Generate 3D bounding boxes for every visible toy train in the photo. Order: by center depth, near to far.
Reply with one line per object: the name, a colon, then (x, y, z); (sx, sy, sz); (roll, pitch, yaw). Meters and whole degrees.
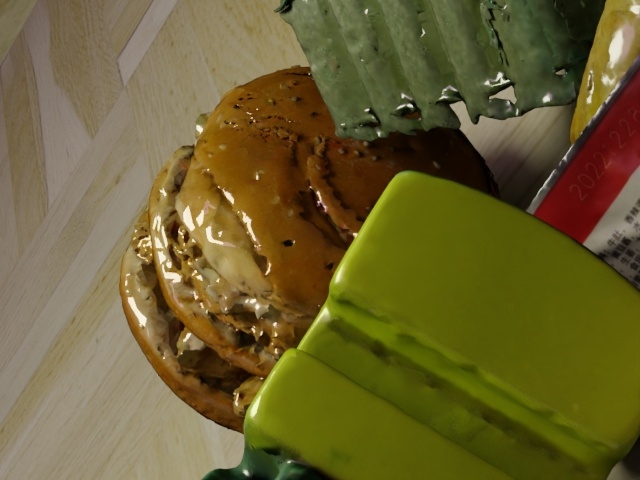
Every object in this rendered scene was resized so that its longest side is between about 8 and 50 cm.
toy train: (0.030, 0.135, 0.721); (0.272, 0.179, 0.442); (-57, -8, -16)

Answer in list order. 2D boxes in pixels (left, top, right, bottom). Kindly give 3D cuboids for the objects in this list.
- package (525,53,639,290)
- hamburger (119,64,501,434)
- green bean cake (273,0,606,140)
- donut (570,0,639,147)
package: (0.218, 0.016, 0.699); (0.154, 0.239, 0.030); (-56, -6, 18)
hamburger: (-0.006, -0.001, 1.104); (0.211, 0.260, 0.245); (-56, 50, 50)
green bean cake: (0.135, -0.170, 0.983); (0.255, 0.132, 0.241); (-32, 12, -32)
donut: (0.224, -0.108, 0.796); (0.128, 0.208, 0.261); (16, 85, 26)
